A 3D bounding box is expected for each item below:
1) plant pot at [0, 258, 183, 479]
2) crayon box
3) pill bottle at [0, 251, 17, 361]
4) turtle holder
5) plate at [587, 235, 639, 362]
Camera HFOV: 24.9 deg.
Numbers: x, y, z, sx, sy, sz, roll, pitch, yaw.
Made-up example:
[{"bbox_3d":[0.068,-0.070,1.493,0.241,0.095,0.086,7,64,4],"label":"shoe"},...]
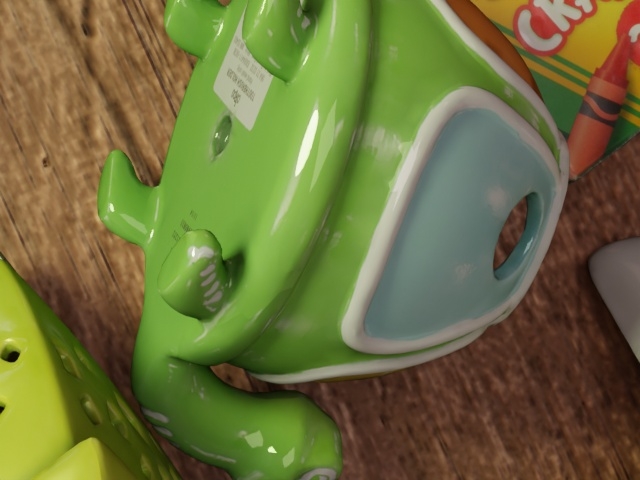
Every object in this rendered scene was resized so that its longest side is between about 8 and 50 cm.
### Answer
[{"bbox_3d":[-0.171,0.186,0.769,0.228,0.207,0.227,-39,129,-9],"label":"plant pot"},{"bbox_3d":[0.139,-0.218,0.949,0.202,0.081,0.318,-37,92,-8],"label":"crayon box"},{"bbox_3d":[-0.253,0.079,0.860,0.184,0.103,0.103,-38,92,-8],"label":"pill bottle"},{"bbox_3d":[0.009,-0.008,0.839,0.228,0.243,0.320,16,75,-24],"label":"turtle holder"},{"bbox_3d":[0.341,0.062,0.890,0.278,0.045,0.277,-11,44,-8],"label":"plate"}]
